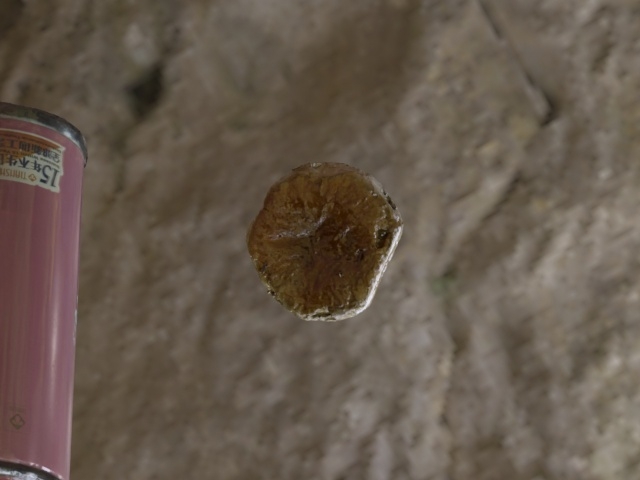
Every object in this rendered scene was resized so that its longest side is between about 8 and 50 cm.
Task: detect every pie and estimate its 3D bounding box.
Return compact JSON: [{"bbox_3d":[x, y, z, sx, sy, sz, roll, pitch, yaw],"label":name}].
[{"bbox_3d":[0.000,0.000,2.341,0.195,0.195,0.046,-28,175,14],"label":"pie"}]

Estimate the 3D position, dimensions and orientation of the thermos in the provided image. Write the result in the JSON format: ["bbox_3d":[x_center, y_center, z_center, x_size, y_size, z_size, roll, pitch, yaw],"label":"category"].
[{"bbox_3d":[-0.212,0.090,1.169,0.136,0.330,0.109,-14,151,26],"label":"thermos"}]
